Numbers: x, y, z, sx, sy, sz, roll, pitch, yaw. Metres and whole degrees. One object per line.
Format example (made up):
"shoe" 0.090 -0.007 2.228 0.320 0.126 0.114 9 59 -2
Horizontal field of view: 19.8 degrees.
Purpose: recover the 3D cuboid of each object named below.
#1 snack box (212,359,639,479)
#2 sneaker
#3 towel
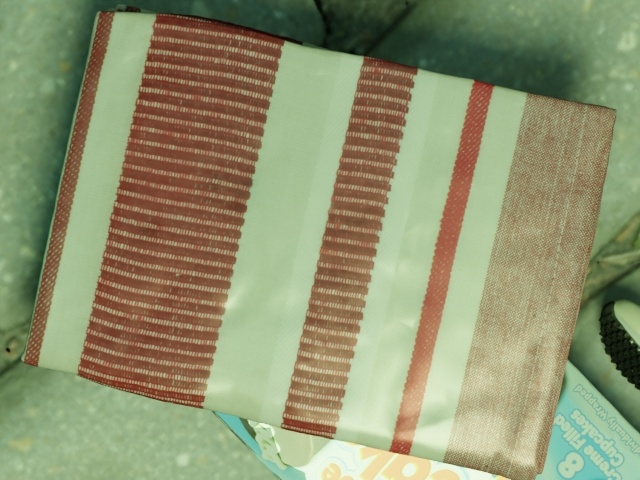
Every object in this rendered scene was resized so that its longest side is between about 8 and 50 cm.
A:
"snack box" 0.079 0.128 1.185 0.187 0.060 0.322 -45 93 0
"sneaker" 0.256 0.081 1.201 0.161 0.057 0.075 41 73 -2
"towel" 0.000 0.000 1.133 0.329 0.037 0.237 13 91 2
